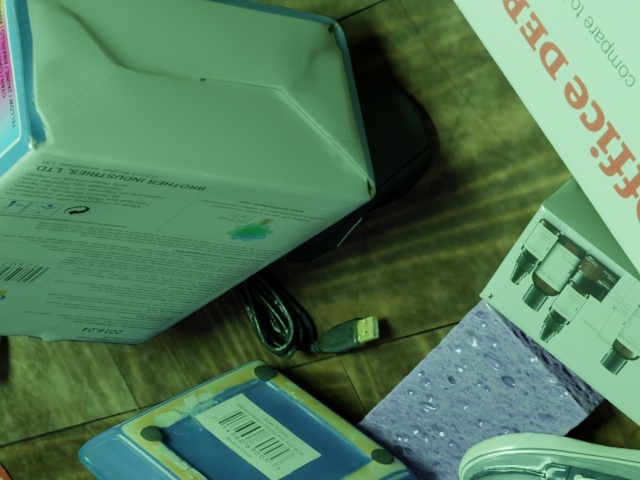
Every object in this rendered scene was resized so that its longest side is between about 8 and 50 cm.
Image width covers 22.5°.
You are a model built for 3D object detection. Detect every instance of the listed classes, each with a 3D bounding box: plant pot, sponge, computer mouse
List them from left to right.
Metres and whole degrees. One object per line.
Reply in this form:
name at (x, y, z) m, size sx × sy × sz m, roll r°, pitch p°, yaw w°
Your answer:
plant pot at (-0.065, 0.241, 1.289) m, size 0.236 × 0.236 × 0.212 m, roll 34°, pitch 127°, yaw 30°
computer mouse at (0.000, 0.000, 1.250) m, size 0.262 × 0.060 × 0.184 m, roll -30°, pitch 93°, yaw 42°
sponge at (0.116, 0.140, 1.260) m, size 0.117 × 0.031 × 0.210 m, roll 47°, pitch 132°, yaw 7°

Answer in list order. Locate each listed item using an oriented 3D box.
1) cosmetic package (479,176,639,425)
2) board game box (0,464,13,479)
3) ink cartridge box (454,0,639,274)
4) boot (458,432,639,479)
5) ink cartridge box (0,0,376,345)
cosmetic package at (0.234, 0.072, 1.121) m, size 0.239 × 0.060 × 0.099 m, roll 39°, pitch 131°, yaw 12°
board game box at (-0.340, 0.429, 1.699) m, size 0.302 × 0.086 × 0.308 m, roll 50°, pitch 131°, yaw 3°
ink cartridge box at (0.264, -0.186, 0.842) m, size 0.385 × 0.160 × 0.279 m, roll -53°, pitch 57°, yaw 41°
boot at (0.186, 0.195, 1.174) m, size 0.190 × 0.086 × 0.069 m, roll 0°, pitch 129°, yaw 22°
ink cartridge box at (-0.189, -0.034, 1.195) m, size 0.395 × 0.270 × 0.151 m, roll -34°, pitch 57°, yaw 47°
